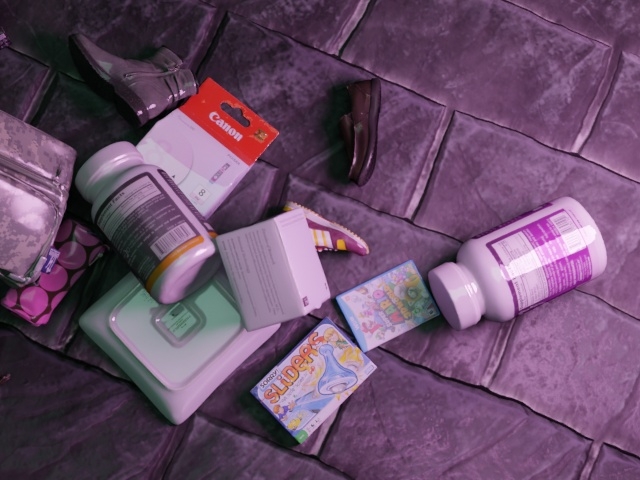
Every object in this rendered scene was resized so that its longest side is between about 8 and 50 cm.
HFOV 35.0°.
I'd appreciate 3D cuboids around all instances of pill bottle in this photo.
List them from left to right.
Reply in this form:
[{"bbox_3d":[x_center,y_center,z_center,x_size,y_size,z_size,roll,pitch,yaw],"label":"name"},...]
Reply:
[{"bbox_3d":[-0.309,-0.035,1.829,0.162,0.162,0.278,-38,74,-10],"label":"pill bottle"},{"bbox_3d":[0.360,0.050,1.886,0.301,0.169,0.169,-24,82,-8],"label":"pill bottle"}]

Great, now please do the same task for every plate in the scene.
[{"bbox_3d":[-0.263,0.151,1.890,0.277,0.045,0.278,-44,84,-10],"label":"plate"}]

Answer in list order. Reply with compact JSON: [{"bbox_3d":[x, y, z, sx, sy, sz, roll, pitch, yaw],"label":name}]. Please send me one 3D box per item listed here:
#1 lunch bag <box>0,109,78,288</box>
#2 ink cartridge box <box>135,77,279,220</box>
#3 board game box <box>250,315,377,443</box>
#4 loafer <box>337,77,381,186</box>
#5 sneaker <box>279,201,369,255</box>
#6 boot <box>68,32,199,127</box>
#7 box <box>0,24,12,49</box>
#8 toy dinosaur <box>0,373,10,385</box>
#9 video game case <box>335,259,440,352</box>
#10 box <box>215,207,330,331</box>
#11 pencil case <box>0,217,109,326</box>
[{"bbox_3d":[-0.596,-0.079,1.762,0.305,0.212,0.256,30,58,-36],"label":"lunch bag"},{"bbox_3d":[-0.223,-0.183,1.952,0.189,0.066,0.232,39,83,4],"label":"ink cartridge box"},{"bbox_3d":[-0.013,0.259,1.889,0.136,0.035,0.201,45,80,5],"label":"board game box"},{"bbox_3d":[0.072,-0.209,1.971,0.078,0.080,0.220,5,74,7],"label":"loafer"},{"bbox_3d":[0.000,0.000,1.929,0.185,0.069,0.084,27,87,8],"label":"sneaker"},{"bbox_3d":[-0.360,-0.334,1.969,0.161,0.083,0.246,-37,73,-27],"label":"boot"},{"bbox_3d":[-0.645,-0.413,1.964,0.052,0.062,0.083,-32,82,-8],"label":"box"},{"bbox_3d":[-0.668,0.222,1.827,0.313,0.121,0.160,-41,79,4],"label":"toy dinosaur"},{"bbox_3d":[0.128,0.125,1.934,0.166,0.015,0.119,-26,82,-8],"label":"video game case"},{"bbox_3d":[-0.081,0.050,1.822,0.119,0.181,0.182,-17,93,16],"label":"box"},{"bbox_3d":[-0.488,0.061,1.872,0.098,0.095,0.209,39,81,-11],"label":"pencil case"}]
